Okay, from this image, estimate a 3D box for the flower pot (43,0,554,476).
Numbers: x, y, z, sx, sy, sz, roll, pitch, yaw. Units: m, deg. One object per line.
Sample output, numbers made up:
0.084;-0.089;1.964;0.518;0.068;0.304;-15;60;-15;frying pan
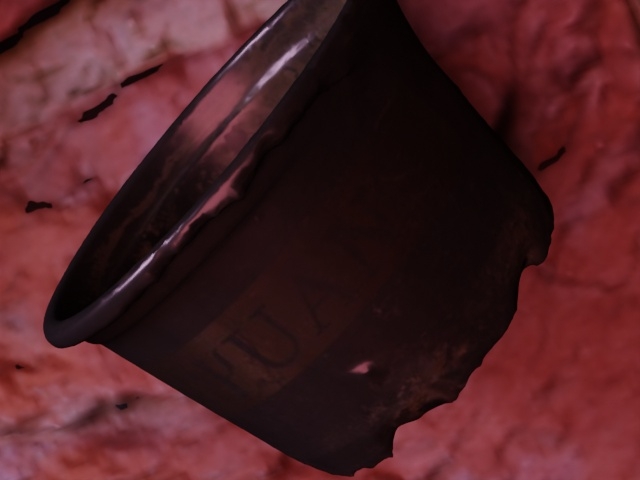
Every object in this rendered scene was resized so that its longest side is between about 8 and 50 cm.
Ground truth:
0.000;0.000;0.580;0.107;0.157;0.157;40;110;-15;flower pot
